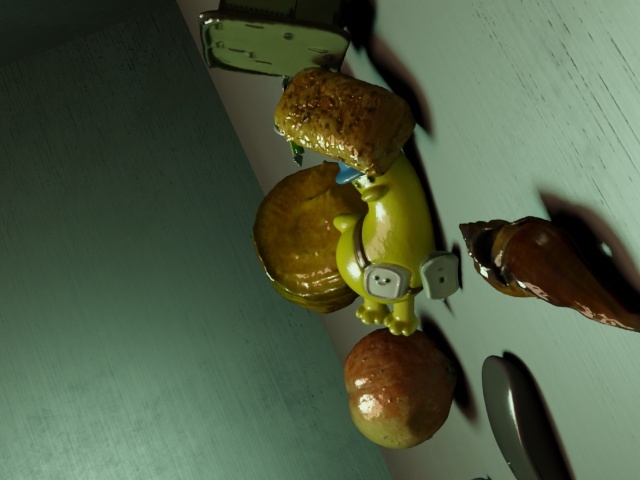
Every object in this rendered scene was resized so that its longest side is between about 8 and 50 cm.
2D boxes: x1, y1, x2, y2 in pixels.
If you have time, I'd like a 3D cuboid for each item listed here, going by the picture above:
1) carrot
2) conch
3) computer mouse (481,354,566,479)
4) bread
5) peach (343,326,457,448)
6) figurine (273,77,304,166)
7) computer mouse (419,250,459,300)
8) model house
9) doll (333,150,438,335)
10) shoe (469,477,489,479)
[{"bbox_3d":[0.000,0.000,1.580,0.341,0.241,0.242,91,155,-75],"label":"carrot"},{"bbox_3d":[0.211,0.021,0.807,0.232,0.086,0.080,18,92,64],"label":"conch"},{"bbox_3d":[0.269,0.266,1.175,0.120,0.057,0.232,-154,42,-79],"label":"computer mouse"},{"bbox_3d":[0.027,-0.165,1.178,0.211,0.114,0.083,26,173,44],"label":"bread"},{"bbox_3d":[0.153,0.255,1.545,0.232,0.232,0.233,157,90,-82],"label":"peach"},{"bbox_3d":[-0.007,-0.214,1.431,0.126,0.147,0.192,55,-167,-33],"label":"figurine"},{"bbox_3d":[0.168,0.047,1.242,0.110,0.055,0.032,73,179,-50],"label":"computer mouse"},{"bbox_3d":[-0.052,-0.387,1.220,0.218,0.204,0.279,133,144,-80],"label":"model house"},{"bbox_3d":[0.105,-0.013,1.298,0.199,0.145,0.363,17,134,25],"label":"doll"},{"bbox_3d":[0.320,0.548,1.541,0.245,0.095,0.138,-118,5,-56],"label":"shoe"}]
